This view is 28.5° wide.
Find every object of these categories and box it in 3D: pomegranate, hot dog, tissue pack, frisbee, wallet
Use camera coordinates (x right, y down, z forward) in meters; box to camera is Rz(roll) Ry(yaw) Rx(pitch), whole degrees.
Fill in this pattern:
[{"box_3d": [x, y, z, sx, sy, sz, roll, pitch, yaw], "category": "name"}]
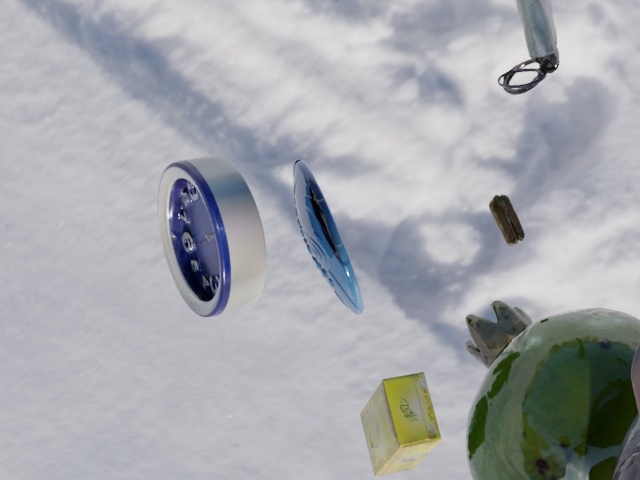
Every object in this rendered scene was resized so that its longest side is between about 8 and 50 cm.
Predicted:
[{"box_3d": [0.286, 0.208, 1.609, 0.216, 0.358, 0.310, 9, 119, -41], "category": "pomegranate"}, {"box_3d": [0.275, -0.031, 1.881, 0.037, 0.021, 0.083, -26, 97, -18], "category": "hot dog"}, {"box_3d": [0.104, 0.250, 1.701, 0.062, 0.176, 0.095, -9, 70, -11], "category": "tissue pack"}, {"box_3d": [0.000, 0.000, 1.826, 0.045, 0.242, 0.242, -23, 88, -5], "category": "frisbee"}, {"box_3d": [0.205, -0.337, 1.358, 0.068, 0.335, 0.275, -8, 119, 12], "category": "wallet"}]

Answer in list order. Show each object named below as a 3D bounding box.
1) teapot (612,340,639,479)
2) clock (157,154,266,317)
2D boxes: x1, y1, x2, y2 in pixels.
[{"box_3d": [0.411, 0.185, 1.241, 0.312, 0.233, 0.315, -20, 104, -38], "category": "teapot"}, {"box_3d": [-0.159, -0.007, 1.834, 0.083, 0.230, 0.231, -12, 84, -28], "category": "clock"}]
